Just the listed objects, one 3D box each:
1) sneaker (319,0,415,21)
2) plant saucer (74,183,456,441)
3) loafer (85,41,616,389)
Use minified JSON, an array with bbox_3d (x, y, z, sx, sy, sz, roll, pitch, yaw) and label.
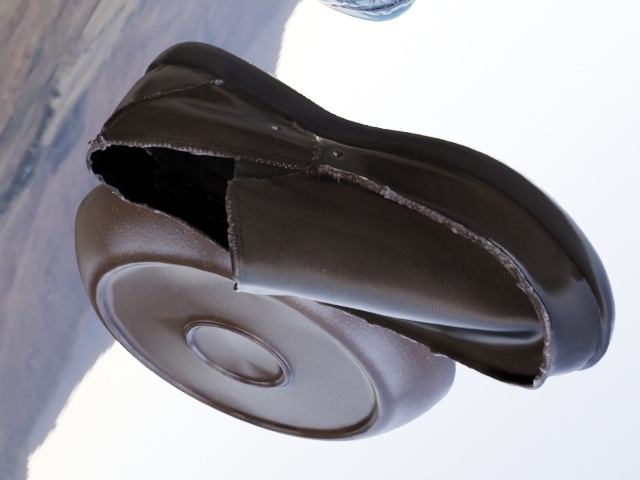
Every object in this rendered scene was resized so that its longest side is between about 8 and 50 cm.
[{"bbox_3d":[-0.030,-0.267,0.900,0.125,0.261,0.104,-122,-139,-84],"label":"sneaker"},{"bbox_3d":[-0.054,0.069,0.762,0.310,0.310,0.050,-41,-161,56],"label":"plant saucer"},{"bbox_3d":[0.000,0.000,0.380,0.078,0.220,0.080,-42,146,-34],"label":"loafer"}]
